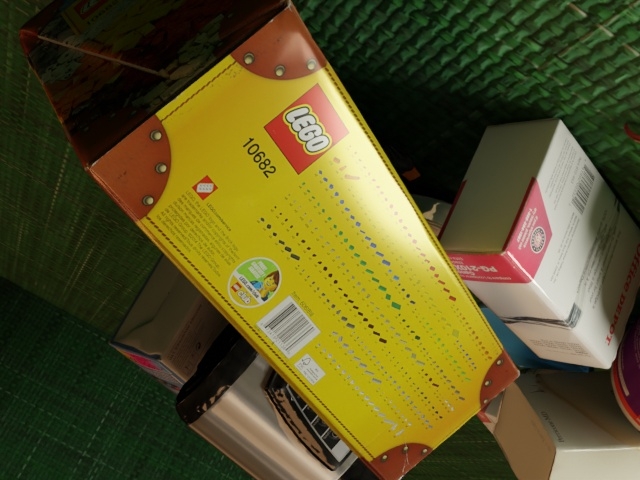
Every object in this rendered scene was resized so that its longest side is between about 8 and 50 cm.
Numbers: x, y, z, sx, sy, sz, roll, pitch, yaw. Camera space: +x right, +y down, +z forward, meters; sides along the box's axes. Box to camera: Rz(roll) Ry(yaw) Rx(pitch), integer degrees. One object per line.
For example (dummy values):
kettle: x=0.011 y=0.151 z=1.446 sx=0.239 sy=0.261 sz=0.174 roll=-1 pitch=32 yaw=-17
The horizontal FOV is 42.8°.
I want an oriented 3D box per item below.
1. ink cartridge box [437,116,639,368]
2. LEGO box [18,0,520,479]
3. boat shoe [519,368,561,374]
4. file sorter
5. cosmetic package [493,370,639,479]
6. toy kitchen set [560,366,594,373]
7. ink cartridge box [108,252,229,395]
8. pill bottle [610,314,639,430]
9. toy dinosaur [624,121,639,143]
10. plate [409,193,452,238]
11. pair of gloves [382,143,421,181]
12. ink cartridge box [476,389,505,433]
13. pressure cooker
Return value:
ink cartridge box: x=0.252 y=0.008 z=0.899 sx=0.100 sy=0.172 sz=0.237 roll=1 pitch=147 yaw=49
LEGO box: x=-0.050 y=-0.035 z=0.852 sx=0.500 sy=0.193 sz=0.372 roll=53 pitch=176 yaw=-38
boat shoe: x=0.473 y=0.315 z=1.455 sx=0.302 sy=0.109 sz=0.094 roll=40 pitch=170 yaw=-9
file sorter: x=0.293 y=0.096 z=1.136 sx=0.170 sy=0.104 sz=0.118 roll=40 pitch=155 yaw=-28
cosmetic package: x=0.415 y=0.266 z=1.113 sx=0.310 sy=0.160 sz=0.113 roll=0 pitch=118 yaw=-14
toy kitchen set: x=0.461 y=0.226 z=1.274 sx=0.166 sy=0.122 sz=0.207 roll=18 pitch=176 yaw=20
ink cartridge box: x=-0.224 y=0.207 z=1.721 sx=0.151 sy=0.270 sz=0.395 roll=13 pitch=154 yaw=33
pill bottle: x=0.451 y=0.117 z=0.911 sx=0.182 sy=0.181 sz=0.323 roll=20 pitch=157 yaw=14
toy dinosaur: x=0.347 y=-0.084 z=0.774 sx=0.082 sy=0.047 sz=0.090 roll=-27 pitch=115 yaw=41
plate: x=0.141 y=-0.013 z=1.133 sx=0.188 sy=0.024 sz=0.188 roll=16 pitch=161 yaw=6
pair of gloves: x=0.080 y=-0.091 z=1.046 sx=0.083 sy=0.010 sz=0.074 roll=-20 pitch=134 yaw=30
ink cartridge box: x=0.406 y=0.359 z=1.595 sx=0.198 sy=0.067 sz=0.115 roll=13 pitch=151 yaw=49
pressure cooker: x=0.002 y=0.285 z=1.478 sx=0.420 sy=0.375 sz=0.370 roll=41 pitch=119 yaw=-6
